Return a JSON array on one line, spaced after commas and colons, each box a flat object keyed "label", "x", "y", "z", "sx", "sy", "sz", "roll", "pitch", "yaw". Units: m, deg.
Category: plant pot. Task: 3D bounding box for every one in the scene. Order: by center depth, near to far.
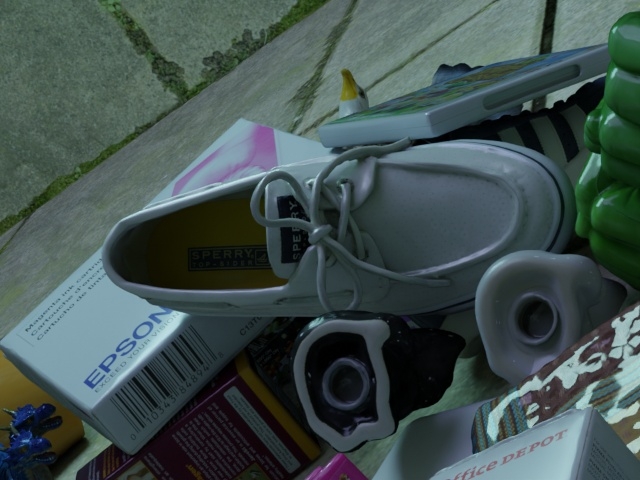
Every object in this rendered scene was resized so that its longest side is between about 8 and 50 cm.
[{"label": "plant pot", "x": -0.383, "y": 0.213, "z": 1.819, "sx": 0.188, "sy": 0.205, "sz": 0.205, "roll": -26, "pitch": 11, "yaw": -18}]

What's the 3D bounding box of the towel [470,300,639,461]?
[{"label": "towel", "x": 0.190, "y": 0.118, "z": 0.785, "sx": 0.271, "sy": 0.040, "sz": 0.370, "roll": -37, "pitch": 19, "yaw": 16}]

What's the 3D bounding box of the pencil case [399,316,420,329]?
[{"label": "pencil case", "x": 0.120, "y": 0.010, "z": 1.398, "sx": 0.086, "sy": 0.088, "sz": 0.206, "roll": 22, "pitch": 53, "yaw": 27}]

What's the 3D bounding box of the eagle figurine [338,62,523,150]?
[{"label": "eagle figurine", "x": 0.065, "y": -0.076, "z": 1.663, "sx": 0.226, "sy": 0.225, "sz": 0.298, "roll": 26, "pitch": 22, "yaw": 31}]

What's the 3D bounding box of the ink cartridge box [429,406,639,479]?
[{"label": "ink cartridge box", "x": 0.090, "y": 0.162, "z": 0.732, "sx": 0.109, "sy": 0.063, "sz": 0.150, "roll": -31, "pitch": 20, "yaw": 35}]

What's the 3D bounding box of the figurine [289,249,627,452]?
[{"label": "figurine", "x": 0.111, "y": 0.070, "z": 1.105, "sx": 0.214, "sy": 0.092, "sz": 0.209, "roll": -19, "pitch": -7, "yaw": 17}]

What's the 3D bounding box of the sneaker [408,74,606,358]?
[{"label": "sneaker", "x": 0.161, "y": -0.068, "z": 1.321, "sx": 0.350, "sy": 0.148, "sz": 0.131, "roll": -48, "pitch": -13, "yaw": -33}]

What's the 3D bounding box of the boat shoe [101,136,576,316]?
[{"label": "boat shoe", "x": -0.002, "y": -0.009, "z": 1.171, "sx": 0.367, "sy": 0.136, "sz": 0.156, "roll": -4, "pitch": -4, "yaw": 24}]

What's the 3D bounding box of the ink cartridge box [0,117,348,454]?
[{"label": "ink cartridge box", "x": -0.139, "y": 0.020, "z": 1.456, "sx": 0.324, "sy": 0.071, "sz": 0.330, "roll": -44, "pitch": 30, "yaw": -15}]

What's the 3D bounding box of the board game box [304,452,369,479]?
[{"label": "board game box", "x": -0.131, "y": 0.297, "z": 0.948, "sx": 0.390, "sy": 0.050, "sz": 0.390, "roll": -44, "pitch": -4, "yaw": -17}]

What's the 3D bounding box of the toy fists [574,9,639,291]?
[{"label": "toy fists", "x": 0.232, "y": -0.070, "z": 1.075, "sx": 0.279, "sy": 0.096, "sz": 0.142, "roll": 84, "pitch": -155, "yaw": -57}]

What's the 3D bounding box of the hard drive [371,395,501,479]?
[{"label": "hard drive", "x": 0.138, "y": 0.166, "z": 0.950, "sx": 0.353, "sy": 0.047, "sz": 0.233, "roll": -22, "pitch": 23, "yaw": 47}]

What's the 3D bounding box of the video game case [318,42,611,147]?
[{"label": "video game case", "x": 0.123, "y": -0.121, "z": 1.326, "sx": 0.193, "sy": 0.023, "sz": 0.212, "roll": -21, "pitch": 9, "yaw": -22}]

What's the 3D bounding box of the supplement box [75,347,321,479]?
[{"label": "supplement box", "x": -0.106, "y": 0.190, "z": 1.350, "sx": 0.188, "sy": 0.104, "sz": 0.081, "roll": -38, "pitch": 15, "yaw": 2}]

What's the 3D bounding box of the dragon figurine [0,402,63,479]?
[{"label": "dragon figurine", "x": -0.335, "y": 0.263, "z": 1.605, "sx": 0.289, "sy": 0.144, "sz": 0.085, "roll": -29, "pitch": 17, "yaw": 34}]

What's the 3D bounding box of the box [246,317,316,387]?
[{"label": "box", "x": -0.083, "y": 0.116, "z": 1.632, "sx": 0.159, "sy": 0.044, "sz": 0.233, "roll": -42, "pitch": 15, "yaw": -13}]
